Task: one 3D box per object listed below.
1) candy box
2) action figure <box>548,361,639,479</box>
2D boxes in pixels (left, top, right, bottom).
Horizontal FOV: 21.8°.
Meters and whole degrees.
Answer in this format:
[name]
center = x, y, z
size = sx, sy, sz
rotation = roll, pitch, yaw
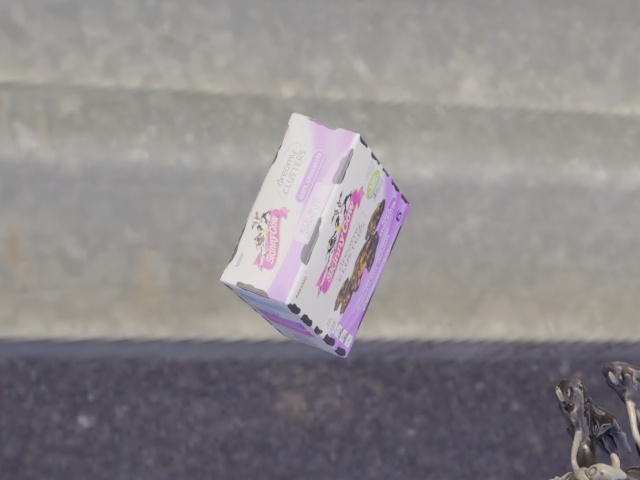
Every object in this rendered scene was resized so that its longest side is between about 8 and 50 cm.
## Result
[candy box]
center = 0.000, 0.000, 1.500
size = 0.070, 0.165, 0.196
rotation = 19, 169, 21
[action figure]
center = 0.201, 0.211, 1.140
size = 0.141, 0.275, 0.164
rotation = 40, 132, -15
